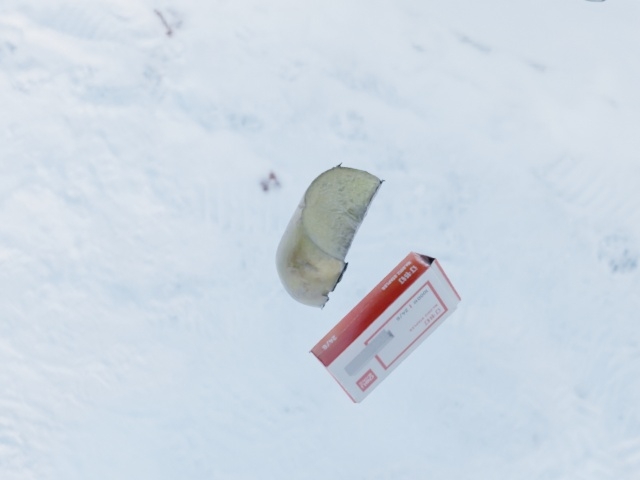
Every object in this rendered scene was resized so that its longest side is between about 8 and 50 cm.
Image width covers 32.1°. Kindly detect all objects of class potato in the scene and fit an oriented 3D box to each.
[{"bbox_3d":[0.000,0.000,1.539,0.098,0.138,0.243,26,36,1],"label":"potato"}]

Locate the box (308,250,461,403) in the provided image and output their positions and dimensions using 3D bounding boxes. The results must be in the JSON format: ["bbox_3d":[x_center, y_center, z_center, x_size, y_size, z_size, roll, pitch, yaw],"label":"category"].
[{"bbox_3d":[0.101,0.128,1.666,0.229,0.123,0.050,-43,46,-7],"label":"box"}]
